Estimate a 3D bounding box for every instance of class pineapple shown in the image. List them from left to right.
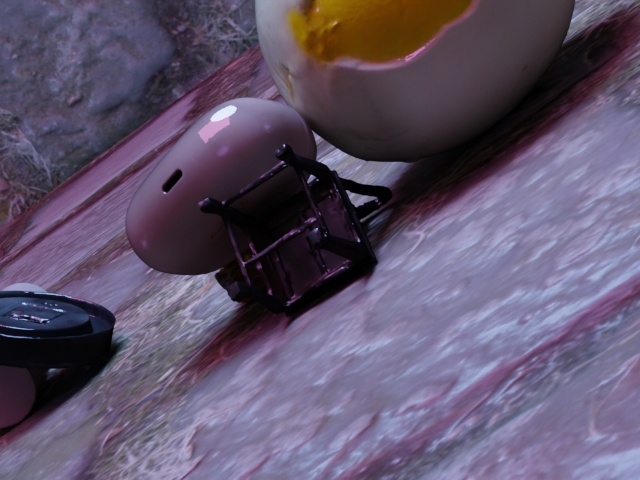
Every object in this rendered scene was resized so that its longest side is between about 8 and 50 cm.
[{"bbox_3d":[-0.066,0.006,1.891,0.137,0.069,0.116,-46,16,-32],"label":"pineapple"}]

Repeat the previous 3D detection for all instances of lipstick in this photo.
[{"bbox_3d":[-0.358,0.128,2.209,0.087,0.087,0.327,-36,12,4],"label":"lipstick"}]

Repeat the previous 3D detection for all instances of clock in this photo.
[{"bbox_3d":[-0.315,0.097,2.068,0.184,0.040,0.184,6,13,-1],"label":"clock"}]

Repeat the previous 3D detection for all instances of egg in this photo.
[{"bbox_3d":[0.098,-0.228,1.825,0.345,0.283,0.283,-30,8,-26],"label":"egg"}]

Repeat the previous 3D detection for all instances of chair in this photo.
[{"bbox_3d":[0.000,0.000,1.729,0.106,0.113,0.229,-32,-25,21],"label":"chair"}]

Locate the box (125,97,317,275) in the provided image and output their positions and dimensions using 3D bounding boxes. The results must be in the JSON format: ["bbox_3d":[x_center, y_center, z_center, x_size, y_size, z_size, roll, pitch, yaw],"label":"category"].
[{"bbox_3d":[-0.093,-0.049,1.770,0.200,0.088,0.146,-46,-28,22],"label":"box"}]
